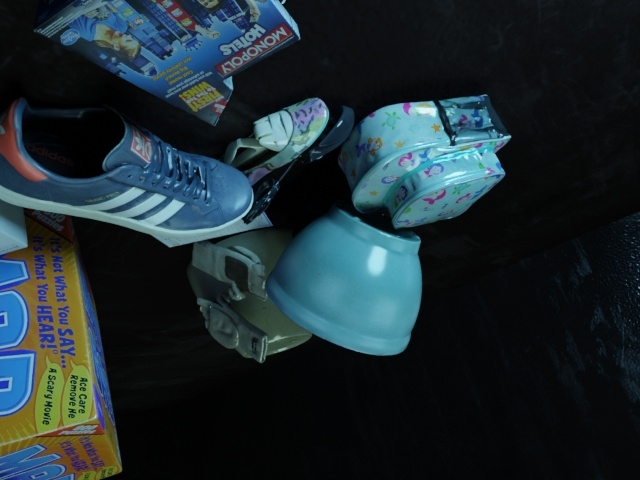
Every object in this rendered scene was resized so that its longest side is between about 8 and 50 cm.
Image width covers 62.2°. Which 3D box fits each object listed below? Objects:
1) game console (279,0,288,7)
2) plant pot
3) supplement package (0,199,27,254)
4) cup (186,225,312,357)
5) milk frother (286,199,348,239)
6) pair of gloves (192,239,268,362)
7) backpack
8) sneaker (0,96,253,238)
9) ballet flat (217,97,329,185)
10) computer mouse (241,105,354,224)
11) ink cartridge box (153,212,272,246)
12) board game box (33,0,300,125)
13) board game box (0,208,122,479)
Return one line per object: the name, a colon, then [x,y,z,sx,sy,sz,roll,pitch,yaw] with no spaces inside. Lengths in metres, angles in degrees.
game console: [-0.081,-0.270,0.544,0.107,0.071,0.122,-42,179,-38]
plant pot: [0.069,0.048,0.986,0.293,0.293,0.196,6,113,-50]
supplement package: [-0.464,-0.051,0.654,0.105,0.105,0.179,-18,161,-3]
cup: [-0.132,0.143,1.281,0.331,0.237,0.331,-17,160,-6]
milk frother: [0.000,0.000,1.149,0.129,0.143,0.135,12,148,-42]
pair of gloves: [-0.182,0.117,1.109,0.204,0.240,0.042,16,-155,31]
backpack: [0.165,-0.130,0.904,0.253,0.191,0.225,-5,158,-20]
sneaker: [-0.228,-0.093,0.682,0.350,0.131,0.148,4,153,-35]
ballet flat: [-0.086,-0.144,0.798,0.079,0.077,0.221,8,152,-46]
computer mouse: [-0.031,-0.111,0.821,0.242,0.071,0.041,-46,120,3]
ink cartridge box: [-0.205,-0.049,0.935,0.208,0.045,0.206,-11,164,2]
board game box: [-0.128,-0.204,0.521,0.194,0.060,0.194,-19,150,23]
board game box: [-0.541,0.210,0.837,0.356,0.356,0.356,-11,150,-21]
